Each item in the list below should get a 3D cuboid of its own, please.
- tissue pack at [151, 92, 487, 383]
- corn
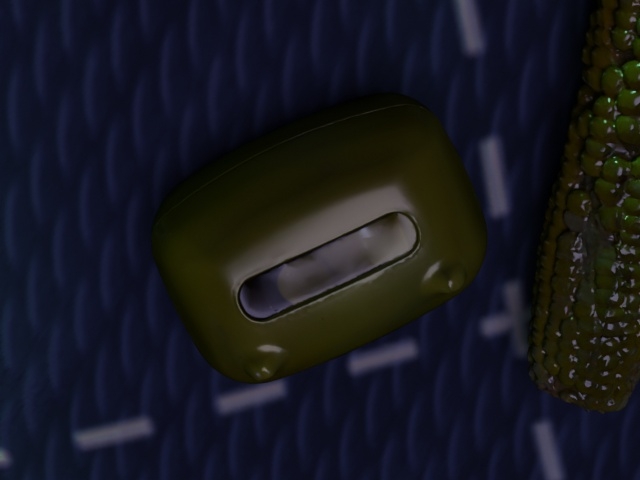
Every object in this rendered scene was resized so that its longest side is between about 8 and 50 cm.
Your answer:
[{"bbox_3d":[0.000,0.000,0.866,0.178,0.127,0.123,-25,109,1],"label":"tissue pack"},{"bbox_3d":[0.184,-0.054,0.890,0.097,0.097,0.320,8,110,-10],"label":"corn"}]
